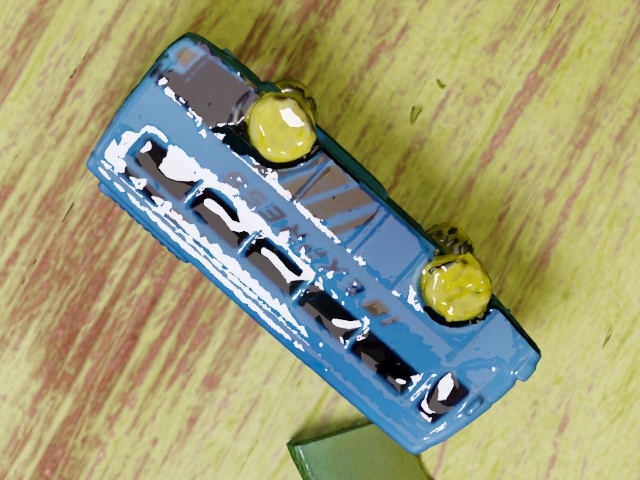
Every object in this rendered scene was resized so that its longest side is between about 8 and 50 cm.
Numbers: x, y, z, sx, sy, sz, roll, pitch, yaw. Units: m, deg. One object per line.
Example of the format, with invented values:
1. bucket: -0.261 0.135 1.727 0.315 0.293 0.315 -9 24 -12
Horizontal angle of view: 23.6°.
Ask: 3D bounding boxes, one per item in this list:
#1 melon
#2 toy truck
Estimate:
1. melon: 0.077 0.245 1.304 0.262 0.053 0.114 49 65 -10
2. toy truck: 0.000 0.000 1.226 0.385 0.161 0.162 41 97 -8
